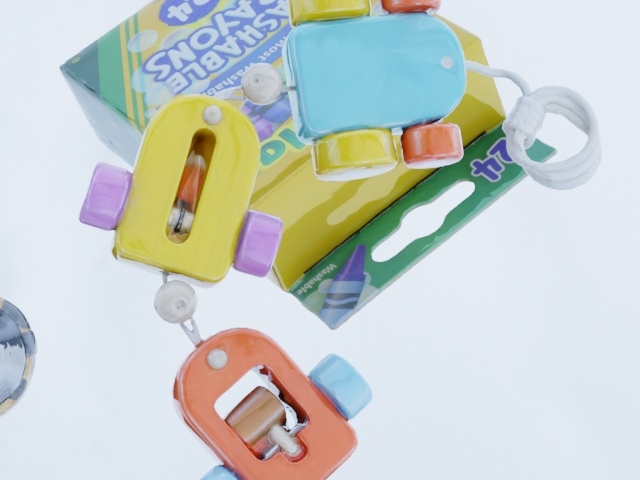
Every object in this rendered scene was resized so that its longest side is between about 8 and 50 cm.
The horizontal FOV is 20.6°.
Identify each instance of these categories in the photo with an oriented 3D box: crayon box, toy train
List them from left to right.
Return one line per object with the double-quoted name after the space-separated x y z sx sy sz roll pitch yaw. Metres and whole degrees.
-0.018 -0.095 1.236 0.203 0.323 0.083 -38 133 -14 "crayon box"
0.000 0.000 0.525 0.166 0.125 0.046 -47 -177 -16 "toy train"

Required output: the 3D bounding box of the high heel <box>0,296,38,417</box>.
-0.263 0.077 0.804 0.261 0.093 0.186 -10 178 0 "high heel"
